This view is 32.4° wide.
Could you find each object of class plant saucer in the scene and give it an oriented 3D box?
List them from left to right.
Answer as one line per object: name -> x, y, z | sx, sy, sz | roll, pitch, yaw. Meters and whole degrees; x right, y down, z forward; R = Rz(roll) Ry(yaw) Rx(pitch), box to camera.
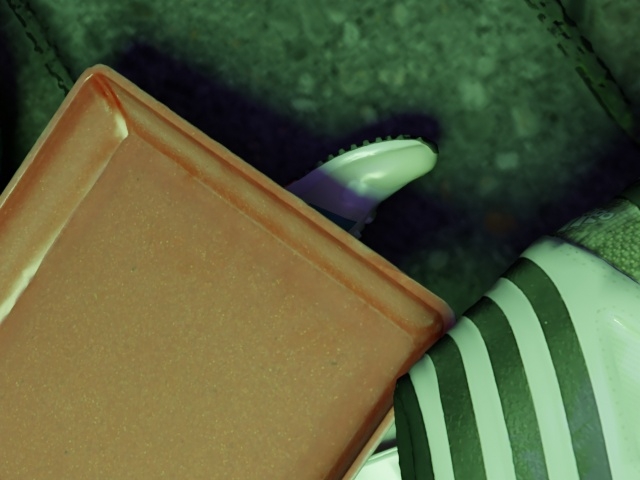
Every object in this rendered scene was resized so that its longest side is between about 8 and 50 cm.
plant saucer -> -0.094, 0.078, 0.560 | 0.258, 0.048, 0.259 | 36, 92, 27

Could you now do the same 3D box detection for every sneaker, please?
sneaker -> 0.000, 0.000, 0.605 | 0.161, 0.057, 0.075 | -24, 87, 14
sneaker -> 0.190, 0.197, 0.459 | 0.257, 0.169, 0.447 | -36, 91, 1

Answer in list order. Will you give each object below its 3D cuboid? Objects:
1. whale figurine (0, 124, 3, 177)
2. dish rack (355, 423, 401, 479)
whale figurine -> -0.296, -0.041, 0.645 | 0.272, 0.141, 0.216 | -14, 80, 35
dish rack -> 0.007, 0.248, 0.545 | 0.285, 0.072, 0.333 | -24, 71, 18
